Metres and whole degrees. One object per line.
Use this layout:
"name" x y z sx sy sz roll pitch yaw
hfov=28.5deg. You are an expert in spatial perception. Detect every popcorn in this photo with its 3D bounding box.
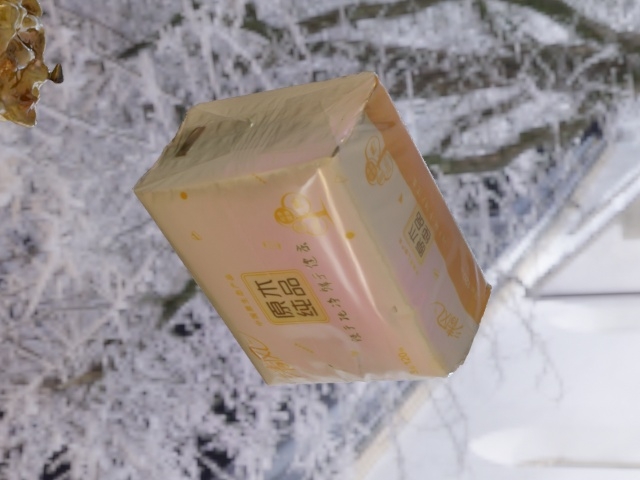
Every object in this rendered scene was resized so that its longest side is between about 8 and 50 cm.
"popcorn" -0.346 -0.193 1.269 0.180 0.170 0.180 -1 -90 -80

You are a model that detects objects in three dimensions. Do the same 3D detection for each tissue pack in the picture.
"tissue pack" 0.000 0.000 0.977 0.225 0.185 0.124 59 -139 -33
